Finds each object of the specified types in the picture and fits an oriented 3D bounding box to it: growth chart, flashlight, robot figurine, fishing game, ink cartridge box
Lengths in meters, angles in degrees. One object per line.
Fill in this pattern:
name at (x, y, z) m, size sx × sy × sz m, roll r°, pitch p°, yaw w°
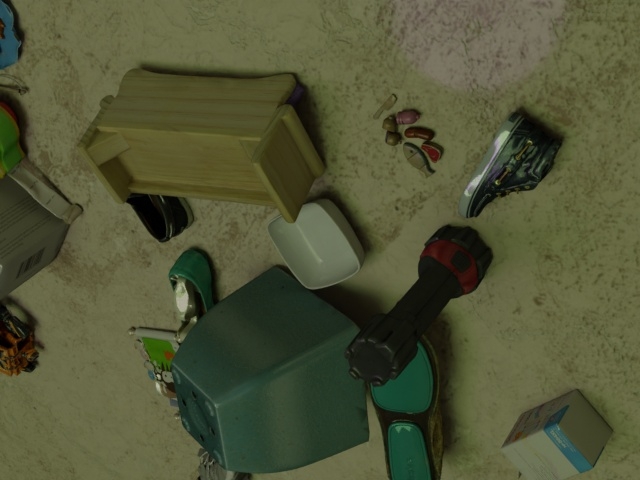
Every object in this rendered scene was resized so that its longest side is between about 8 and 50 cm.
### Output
growth chart at (-0.287, 0.272, 2.145) m, size 0.172 × 0.021 × 0.237 m, roll -6°, pitch 115°, yaw 40°
flashlight at (0.136, 0.091, 1.511) m, size 0.103 × 0.304 × 0.103 m, roll 10°, pitch 126°, yaw 32°
robot figurine at (-0.747, 0.195, 2.369) m, size 0.291 × 0.085 × 0.211 m, roll 29°, pitch 142°, yaw 16°
fishing game at (-0.604, -0.379, 1.900) m, size 0.189 × 0.041 × 0.264 m, roll 13°, pitch 127°, yaw 31°
ink cartridge box at (0.356, 0.310, 1.657) m, size 0.090 × 0.092 × 0.143 m, roll 50°, pitch 135°, yaw -3°

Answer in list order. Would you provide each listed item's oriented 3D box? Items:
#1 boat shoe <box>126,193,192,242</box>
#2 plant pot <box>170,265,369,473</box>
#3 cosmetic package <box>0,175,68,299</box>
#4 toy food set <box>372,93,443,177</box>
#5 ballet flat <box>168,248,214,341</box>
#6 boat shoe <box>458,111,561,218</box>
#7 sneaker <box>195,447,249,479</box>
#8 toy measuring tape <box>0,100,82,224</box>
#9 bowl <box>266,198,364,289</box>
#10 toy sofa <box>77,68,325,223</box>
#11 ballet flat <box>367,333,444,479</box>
boat shoe at (-0.314, -0.103, 1.860) m, size 0.084 × 0.079 × 0.233 m, roll -28°, pitch 99°, yaw 44°
plant pot at (-0.098, 0.236, 1.766) m, size 0.248 × 0.252 × 0.247 m, roll 34°, pitch 140°, yaw 45°
cosmetic package at (-0.689, -0.074, 2.066) m, size 0.365 × 0.197 × 0.155 m, roll 41°, pitch 135°, yaw 7°
toy food set at (0.129, -0.149, 1.547) m, size 0.122 × 0.019 × 0.078 m, roll 44°, pitch 135°, yaw 1°
ballet flat at (-0.232, 0.134, 1.960) m, size 0.083 × 0.087 × 0.247 m, roll 12°, pitch 127°, yaw 29°
boat shoe at (0.255, -0.083, 1.470) m, size 0.083 × 0.065 × 0.183 m, roll 35°, pitch 133°, yaw 13°
sneaker at (-0.199, 0.444, 2.141) m, size 0.115 × 0.105 × 0.281 m, roll 31°, pitch 134°, yaw 14°
toy measuring tape at (-0.566, -0.163, 1.980) m, size 0.330 × 0.121 × 0.121 m, roll 41°, pitch 136°, yaw -7°
bowl at (0.000, 0.000, 1.722) m, size 0.142 × 0.053 × 0.142 m, roll -22°, pitch 105°, yaw 43°
toy sofa at (-0.180, -0.152, 1.690) m, size 0.363 × 0.177 × 0.150 m, roll 6°, pitch 146°, yaw 28°
ballet flat at (0.146, 0.261, 1.759) m, size 0.123 × 0.123 × 0.348 m, roll 11°, pitch 124°, yaw 30°
